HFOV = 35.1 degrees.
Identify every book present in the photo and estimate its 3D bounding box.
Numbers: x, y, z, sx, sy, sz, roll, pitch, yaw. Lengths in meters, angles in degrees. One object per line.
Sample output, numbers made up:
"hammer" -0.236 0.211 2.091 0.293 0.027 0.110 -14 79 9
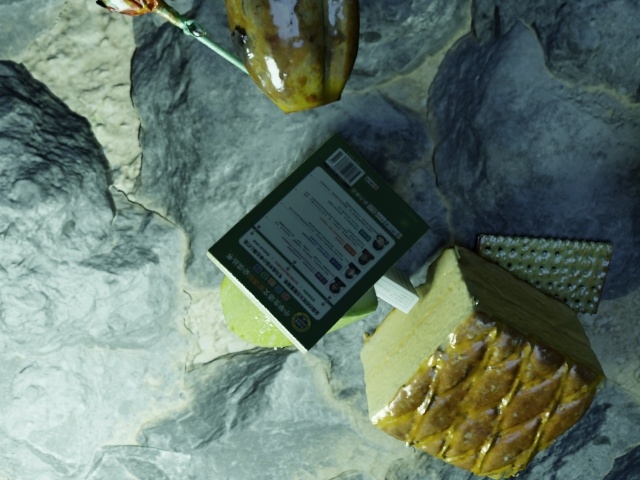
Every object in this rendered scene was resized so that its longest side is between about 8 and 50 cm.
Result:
"book" 0.000 0.000 1.449 0.202 0.027 0.264 45 73 2

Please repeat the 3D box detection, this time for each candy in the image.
"candy" -0.182 -0.287 1.374 0.287 0.078 0.084 34 105 -30

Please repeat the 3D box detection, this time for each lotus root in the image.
"lotus root" -0.036 -0.302 1.319 0.193 0.193 0.291 -8 117 -4

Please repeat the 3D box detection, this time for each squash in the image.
"squash" -0.053 0.041 1.521 0.204 0.155 0.237 -20 79 -15

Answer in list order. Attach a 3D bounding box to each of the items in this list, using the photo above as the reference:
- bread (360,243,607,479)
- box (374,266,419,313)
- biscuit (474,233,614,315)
"bread" 0.248 0.199 1.587 0.279 0.207 0.279 31 113 -22
"box" 0.075 0.047 1.563 0.154 0.084 0.040 32 108 -22
"biscuit" 0.354 0.057 1.647 0.231 0.016 0.139 3 116 -9
